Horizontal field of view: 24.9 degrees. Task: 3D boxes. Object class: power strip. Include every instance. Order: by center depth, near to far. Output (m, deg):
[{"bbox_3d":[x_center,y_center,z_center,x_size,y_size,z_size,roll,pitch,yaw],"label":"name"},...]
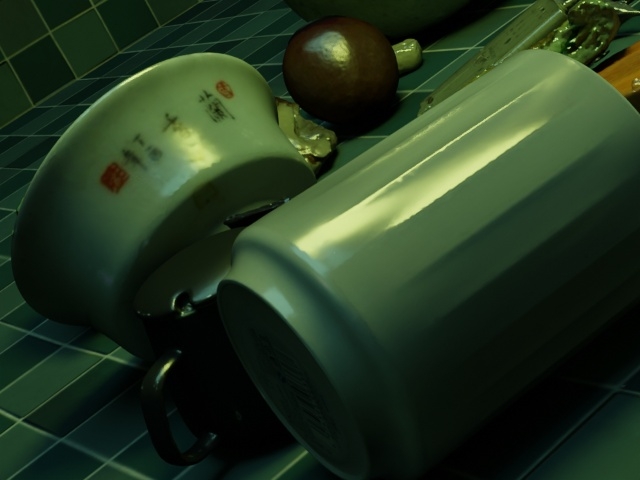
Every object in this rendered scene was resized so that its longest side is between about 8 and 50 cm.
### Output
[{"bbox_3d":[0.233,-0.231,1.830,0.268,0.034,0.092,-41,21,11],"label":"power strip"}]

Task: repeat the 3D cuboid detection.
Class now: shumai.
[{"bbox_3d":[-0.076,-0.135,1.978,0.201,0.120,0.201,-23,18,8],"label":"shumai"}]

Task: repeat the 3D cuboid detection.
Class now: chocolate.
[{"bbox_3d":[0.035,-0.229,2.038,0.176,0.177,0.177,-24,20,9],"label":"chocolate"}]

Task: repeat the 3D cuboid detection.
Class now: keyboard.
[{"bbox_3d":[0.000,0.000,1.461,0.087,0.017,0.250,-18,-20,24],"label":"keyboard"}]

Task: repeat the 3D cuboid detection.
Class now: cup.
[{"bbox_3d":[0.093,0.036,1.213,0.327,0.237,0.323,-35,-9,-19],"label":"cup"},{"bbox_3d":[-0.087,0.101,1.325,0.169,0.177,0.223,-6,28,40],"label":"cup"},{"bbox_3d":[-0.131,-0.005,1.506,0.347,0.347,0.163,-36,59,-21],"label":"cup"}]

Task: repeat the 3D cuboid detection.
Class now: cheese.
[{"bbox_3d":[0.064,-0.248,2.185,0.194,0.043,0.065,-26,21,7],"label":"cheese"}]

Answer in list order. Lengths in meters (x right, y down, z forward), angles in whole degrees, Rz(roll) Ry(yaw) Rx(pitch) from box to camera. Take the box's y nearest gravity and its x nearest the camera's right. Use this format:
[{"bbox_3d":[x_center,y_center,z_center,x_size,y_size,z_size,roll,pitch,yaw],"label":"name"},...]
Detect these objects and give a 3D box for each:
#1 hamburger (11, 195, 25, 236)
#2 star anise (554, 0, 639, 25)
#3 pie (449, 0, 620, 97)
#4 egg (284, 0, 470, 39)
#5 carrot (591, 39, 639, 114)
[{"bbox_3d":[-0.247,0.004,1.862,0.276,0.150,0.260,-17,35,-13],"label":"hamburger"},{"bbox_3d":[0.336,-0.286,1.895,0.180,0.061,0.204,-19,21,24],"label":"star anise"},{"bbox_3d":[0.213,-0.170,1.653,0.302,0.067,0.302,-37,4,3],"label":"pie"},{"bbox_3d":[0.098,-0.489,2.294,0.345,0.345,0.428,-40,28,-30],"label":"egg"},{"bbox_3d":[0.358,-0.165,1.516,0.307,0.100,0.258,-14,20,43],"label":"carrot"}]
